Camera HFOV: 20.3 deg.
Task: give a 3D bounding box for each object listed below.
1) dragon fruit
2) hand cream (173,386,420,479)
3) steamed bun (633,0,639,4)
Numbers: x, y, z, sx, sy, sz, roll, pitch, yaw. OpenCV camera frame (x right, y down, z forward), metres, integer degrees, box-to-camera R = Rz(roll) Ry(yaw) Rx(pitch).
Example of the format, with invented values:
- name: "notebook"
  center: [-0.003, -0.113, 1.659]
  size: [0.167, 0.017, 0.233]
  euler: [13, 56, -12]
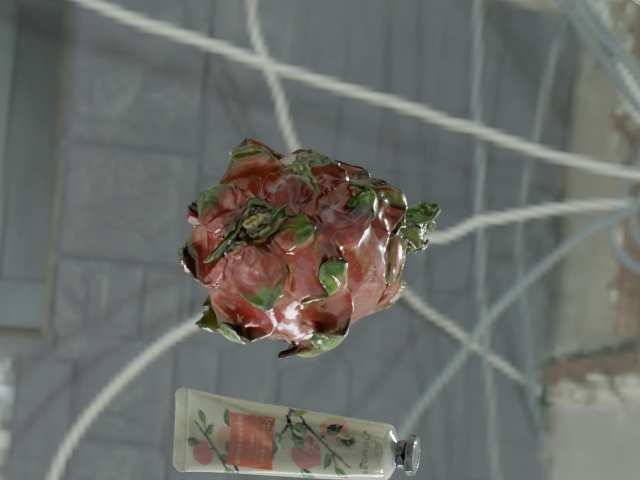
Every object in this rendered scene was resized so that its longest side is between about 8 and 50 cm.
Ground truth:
- name: "dragon fruit"
  center: [-0.004, 0.001, 1.205]
  size: [0.236, 0.137, 0.135]
  euler: [-29, 135, -59]
- name: "hand cream"
  center: [-0.025, 0.184, 1.642]
  size: [0.050, 0.234, 0.080]
  euler: [-9, 103, -75]
- name: "steamed bun"
  center: [0.280, -0.320, 1.344]
  size: [0.312, 0.334, 0.233]
  euler: [54, -52, 40]
